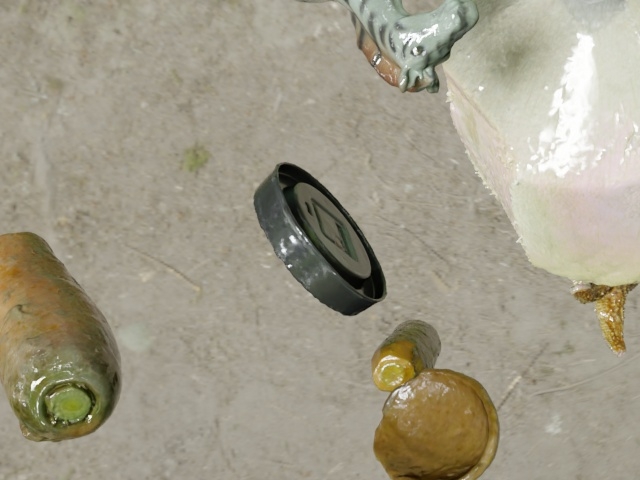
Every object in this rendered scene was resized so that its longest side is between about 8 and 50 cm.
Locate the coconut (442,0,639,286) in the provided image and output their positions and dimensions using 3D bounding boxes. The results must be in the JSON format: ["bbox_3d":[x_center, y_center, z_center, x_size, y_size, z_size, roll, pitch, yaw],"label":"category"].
[{"bbox_3d":[0.260,-0.136,1.000,0.297,0.309,0.297,-11,53,15],"label":"coconut"}]

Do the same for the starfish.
[{"bbox_3d":[0.348,0.024,1.285,0.043,0.240,0.227,-6,87,31],"label":"starfish"}]

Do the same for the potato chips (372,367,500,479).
[{"bbox_3d":[0.138,0.226,1.252,0.201,0.049,0.150,9,60,53],"label":"potato chips"}]

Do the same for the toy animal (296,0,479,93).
[{"bbox_3d":[0.027,-0.234,0.809,0.255,0.090,0.170,-125,40,-49],"label":"toy animal"}]

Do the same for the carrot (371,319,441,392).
[{"bbox_3d":[0.115,0.158,1.440,0.082,0.173,0.082,2,97,14],"label":"carrot"}]

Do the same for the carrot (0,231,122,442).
[{"bbox_3d":[-0.305,0.102,1.205,0.139,0.139,0.302,-52,40,15],"label":"carrot"}]

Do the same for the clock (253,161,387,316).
[{"bbox_3d":[0.000,0.000,1.146,0.040,0.184,0.184,-38,72,17],"label":"clock"}]
